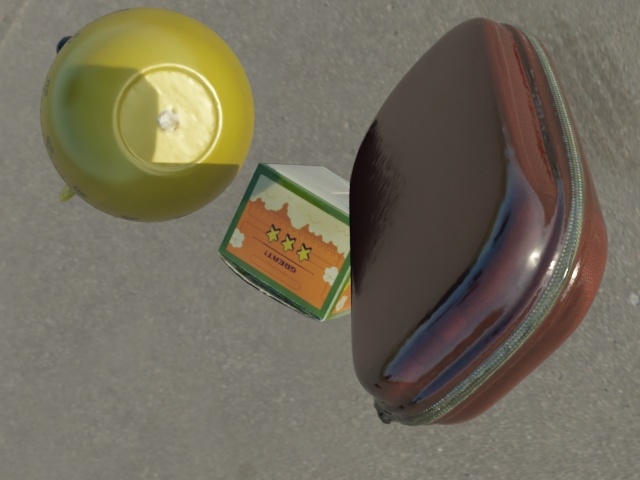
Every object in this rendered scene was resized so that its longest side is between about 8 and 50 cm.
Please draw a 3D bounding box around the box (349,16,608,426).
[{"bbox_3d":[0.123,-0.030,0.860,0.263,0.108,0.404,-49,24,34],"label":"box"}]

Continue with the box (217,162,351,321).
[{"bbox_3d":[0.000,0.000,1.296,0.177,0.195,0.148,32,105,19],"label":"box"}]

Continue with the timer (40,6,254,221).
[{"bbox_3d":[-0.290,-0.202,1.581,0.376,0.376,0.387,-67,21,-3],"label":"timer"}]
